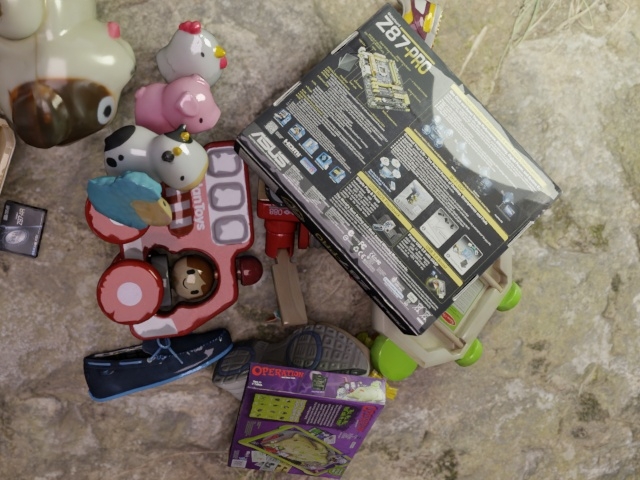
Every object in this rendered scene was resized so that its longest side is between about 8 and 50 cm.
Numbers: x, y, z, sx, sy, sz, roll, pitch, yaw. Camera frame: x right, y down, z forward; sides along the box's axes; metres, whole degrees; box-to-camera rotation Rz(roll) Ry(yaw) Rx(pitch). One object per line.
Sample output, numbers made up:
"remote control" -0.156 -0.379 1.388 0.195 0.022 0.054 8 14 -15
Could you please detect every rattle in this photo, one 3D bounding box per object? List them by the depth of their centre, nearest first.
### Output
"rattle" 0.028 0.134 1.435 0.199 0.130 0.143 32 84 18

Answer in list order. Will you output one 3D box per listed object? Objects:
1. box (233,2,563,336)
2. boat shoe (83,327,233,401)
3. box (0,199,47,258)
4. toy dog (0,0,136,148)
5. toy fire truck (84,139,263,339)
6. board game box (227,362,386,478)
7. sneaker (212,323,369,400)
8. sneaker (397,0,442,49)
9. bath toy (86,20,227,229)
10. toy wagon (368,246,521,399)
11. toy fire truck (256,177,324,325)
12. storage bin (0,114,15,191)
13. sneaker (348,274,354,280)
"box" 0.115 -0.105 1.256 0.318 0.097 0.395 -44 92 -9
"boat shoe" -0.277 0.192 1.400 0.258 0.109 0.089 -20 99 -2
"box" -0.493 -0.018 1.382 0.067 0.018 0.083 15 100 -8
"toy dog" -0.442 -0.323 1.195 0.395 0.284 0.408 -37 104 4
"toy fire truck" -0.223 0.002 1.329 0.253 0.169 0.302 -7 99 -5
"board game box" -0.033 0.301 1.357 0.208 0.056 0.347 12 145 -4
"sneaker" -0.037 0.220 1.382 0.297 0.111 0.129 -10 132 38
"sneaker" 0.136 -0.299 1.358 0.083 0.069 0.186 16 94 1
"bath toy" -0.216 -0.185 1.225 0.151 0.129 0.348 17 57 -3
"toy wagon" 0.178 0.100 1.379 0.267 0.068 0.344 42 80 -28
"toy fire truck" 0.000 0.000 1.372 0.217 0.158 0.246 4 113 -6
"storage bin" -0.628 -0.093 1.253 0.262 0.123 0.260 15 101 -34
"sneaker" 0.098 0.032 1.435 0.118 0.067 0.042 -34 102 -28
